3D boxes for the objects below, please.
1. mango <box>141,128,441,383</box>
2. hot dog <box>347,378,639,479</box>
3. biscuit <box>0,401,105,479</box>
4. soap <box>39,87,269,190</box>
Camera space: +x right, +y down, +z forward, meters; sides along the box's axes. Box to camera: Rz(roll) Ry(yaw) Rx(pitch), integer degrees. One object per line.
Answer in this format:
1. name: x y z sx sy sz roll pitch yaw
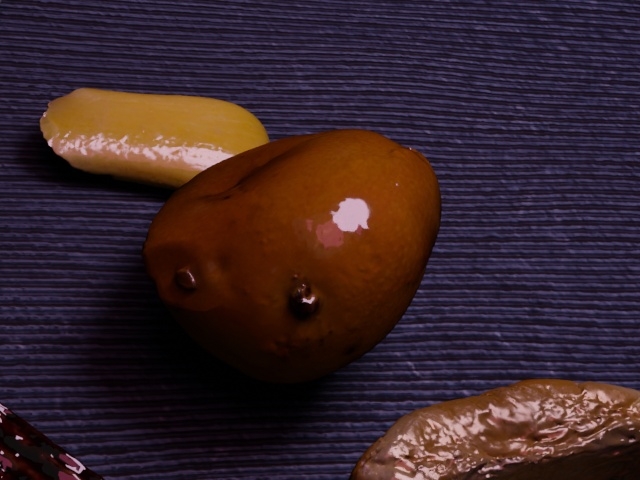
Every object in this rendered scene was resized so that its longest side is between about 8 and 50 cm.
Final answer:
1. mango: 0.000 0.000 1.214 0.236 0.166 0.136 -70 139 -63
2. hot dog: 0.115 0.136 1.183 0.243 0.084 0.073 -10 56 -28
3. biscuit: -0.234 0.120 1.036 0.388 0.107 0.073 35 47 9
4. soap: -0.116 -0.073 1.305 0.169 0.033 0.089 9 46 -15
